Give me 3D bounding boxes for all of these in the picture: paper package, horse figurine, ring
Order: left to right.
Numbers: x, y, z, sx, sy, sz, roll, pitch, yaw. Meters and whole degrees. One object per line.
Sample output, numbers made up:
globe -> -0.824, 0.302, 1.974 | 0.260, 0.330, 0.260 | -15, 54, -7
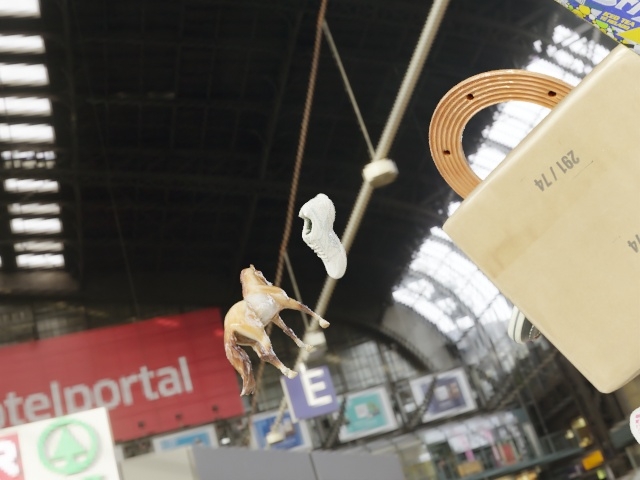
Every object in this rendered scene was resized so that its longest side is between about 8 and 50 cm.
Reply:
horse figurine -> -0.091, 0.138, 1.548 | 0.066, 0.174, 0.263 | -50, 1, 32
ring -> 0.353, -0.160, 1.649 | 0.336, 0.032, 0.337 | 16, -39, 14
paper package -> 0.375, -0.030, 1.173 | 0.325, 0.309, 0.168 | -49, -17, 20

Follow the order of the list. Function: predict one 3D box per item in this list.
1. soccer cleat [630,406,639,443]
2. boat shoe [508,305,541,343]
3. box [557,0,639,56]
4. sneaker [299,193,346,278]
soccer cleat -> 0.392, 0.174, 0.977 | 0.143, 0.116, 0.331 | 12, -47, 26
boat shoe -> 0.586, 0.040, 2.043 | 0.500, 0.156, 0.186 | -53, -23, 13
box -> 0.224, -0.152, 0.606 | 0.059, 0.169, 0.054 | -46, -14, -21
sneaker -> 0.000, 0.000, 1.635 | 0.061, 0.152, 0.053 | -29, 21, -34
